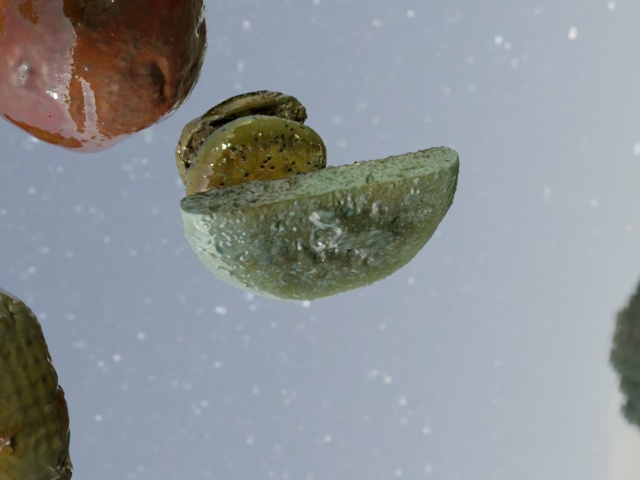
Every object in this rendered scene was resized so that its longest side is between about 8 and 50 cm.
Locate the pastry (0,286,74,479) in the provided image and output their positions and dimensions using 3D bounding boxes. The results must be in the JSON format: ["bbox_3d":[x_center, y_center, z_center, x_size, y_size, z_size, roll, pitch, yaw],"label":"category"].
[{"bbox_3d":[-0.264,0.113,1.061,0.093,0.182,0.192,-29,-78,-53],"label":"pastry"}]

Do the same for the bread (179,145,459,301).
[{"bbox_3d":[0.004,0.002,1.055,0.036,0.193,0.112,-109,12,-46],"label":"bread"}]

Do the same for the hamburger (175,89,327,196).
[{"bbox_3d":[-0.074,-0.087,1.793,0.185,0.113,0.177,33,-80,-38],"label":"hamburger"}]

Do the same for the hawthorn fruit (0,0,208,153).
[{"bbox_3d":[-0.120,-0.124,0.865,0.149,0.189,0.149,-1,-88,-33],"label":"hawthorn fruit"}]
